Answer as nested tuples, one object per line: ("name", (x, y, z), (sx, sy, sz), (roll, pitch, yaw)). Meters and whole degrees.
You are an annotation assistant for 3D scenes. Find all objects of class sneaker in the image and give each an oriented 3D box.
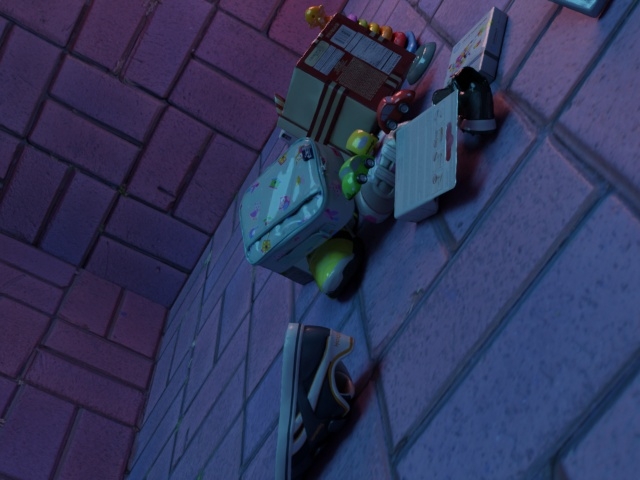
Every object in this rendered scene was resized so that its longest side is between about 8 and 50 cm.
("sneaker", (0.000, 0.000, 1.773), (0.145, 0.147, 0.384), (-56, 18, 20))
("sneaker", (0.260, -0.265, 1.424), (0.234, 0.078, 0.106), (-114, 21, -67))
("sneaker", (0.146, -0.154, 1.632), (0.111, 0.103, 0.252), (-37, 30, 63))
("sneaker", (-0.010, 0.300, 1.361), (0.126, 0.128, 0.320), (-85, 1, -68))

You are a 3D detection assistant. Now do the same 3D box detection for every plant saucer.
("plant saucer", (0.245, -0.446, 1.966), (0.119, 0.021, 0.119), (-55, 17, 25))

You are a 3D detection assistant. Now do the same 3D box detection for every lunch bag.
("lunch bag", (-0.055, -0.071, 1.679), (0.279, 0.108, 0.224), (-40, 44, 34))

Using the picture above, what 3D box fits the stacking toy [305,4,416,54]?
("stacking toy", (0.091, -0.527, 2.078), (0.175, 0.302, 0.165), (-57, 16, 26))

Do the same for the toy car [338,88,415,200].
("toy car", (0.087, -0.179, 1.562), (0.239, 0.053, 0.224), (-45, 17, 56))

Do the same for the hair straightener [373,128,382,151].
("hair straightener", (0.161, -0.221, 1.836), (0.089, 0.047, 0.230), (-57, 11, 20))

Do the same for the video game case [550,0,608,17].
("video game case", (0.395, -0.552, 1.249), (0.300, 0.036, 0.328), (36, 101, 34))

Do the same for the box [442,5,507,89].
("box", (0.304, -0.356, 1.574), (0.145, 0.038, 0.186), (-41, 25, 55))

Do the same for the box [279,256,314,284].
("box", (-0.034, -0.007, 1.987), (0.114, 0.103, 0.203), (-31, 35, 64))

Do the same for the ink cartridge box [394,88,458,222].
("ink cartridge box", (0.204, -0.145, 1.410), (0.225, 0.056, 0.180), (153, 123, -63))

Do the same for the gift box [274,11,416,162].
("gift box", (0.045, -0.363, 1.895), (0.255, 0.276, 0.258), (-52, -9, -31))

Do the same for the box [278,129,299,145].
("box", (0.004, -0.346, 2.300), (0.182, 0.181, 0.119), (-48, 21, 43))
